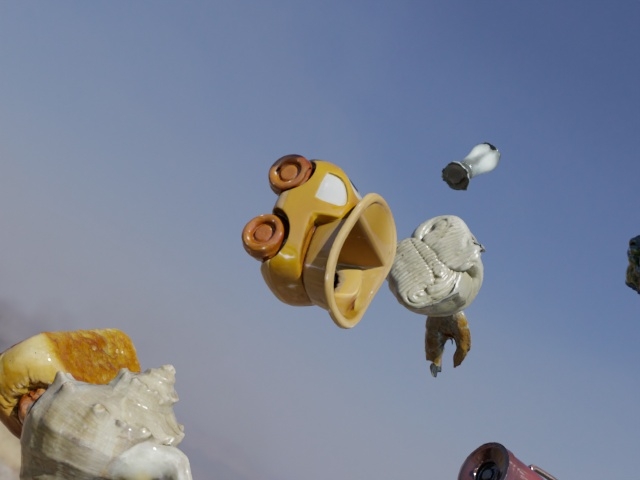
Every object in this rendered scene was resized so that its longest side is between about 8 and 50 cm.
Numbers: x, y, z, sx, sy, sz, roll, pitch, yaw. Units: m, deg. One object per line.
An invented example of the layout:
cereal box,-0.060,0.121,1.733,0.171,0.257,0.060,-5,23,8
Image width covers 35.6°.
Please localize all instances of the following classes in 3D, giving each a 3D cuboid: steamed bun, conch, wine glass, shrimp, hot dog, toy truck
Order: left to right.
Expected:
hot dog,-0.337,0.210,1.368,0.153,0.150,0.256,64,15,11
conch,-0.223,0.289,1.104,0.263,0.324,0.186,33,19,19
toy truck,0.000,0.000,1.740,0.211,0.288,0.204,10,-29,28
steamed bun,0.245,0.072,2.057,0.144,0.211,0.218,61,-1,-38
shrimp,0.279,0.223,2.236,0.051,0.187,0.132,-8,26,-30
wine glass,0.331,-0.161,2.181,0.072,0.155,0.072,16,-60,31

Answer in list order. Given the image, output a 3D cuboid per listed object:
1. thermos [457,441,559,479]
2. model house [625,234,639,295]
thermos,0.308,0.383,1.429,0.232,0.124,0.099,37,-42,-24
model house,0.773,-0.036,2.115,0.321,0.261,0.266,-94,171,-69
